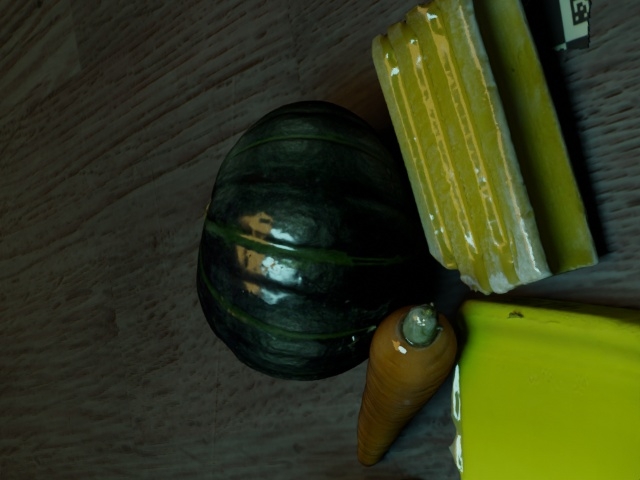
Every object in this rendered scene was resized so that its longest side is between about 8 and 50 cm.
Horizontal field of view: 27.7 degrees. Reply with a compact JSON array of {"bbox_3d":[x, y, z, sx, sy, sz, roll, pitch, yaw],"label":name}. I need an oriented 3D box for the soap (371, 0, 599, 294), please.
[{"bbox_3d":[0.125,-0.074,1.020,0.140,0.073,0.232,-26,80,64],"label":"soap"}]

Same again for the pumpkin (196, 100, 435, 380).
[{"bbox_3d":[0.000,0.000,1.127,0.250,0.216,0.250,-179,90,-80],"label":"pumpkin"}]

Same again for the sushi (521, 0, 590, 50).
[{"bbox_3d":[0.135,-0.288,1.028,0.192,0.043,0.279,13,105,54],"label":"sushi"}]

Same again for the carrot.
[{"bbox_3d":[0.065,0.131,1.108,0.336,0.069,0.069,100,150,-62],"label":"carrot"}]

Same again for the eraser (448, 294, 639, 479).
[{"bbox_3d":[0.193,0.128,0.974,0.226,0.069,0.158,4,99,55],"label":"eraser"}]
